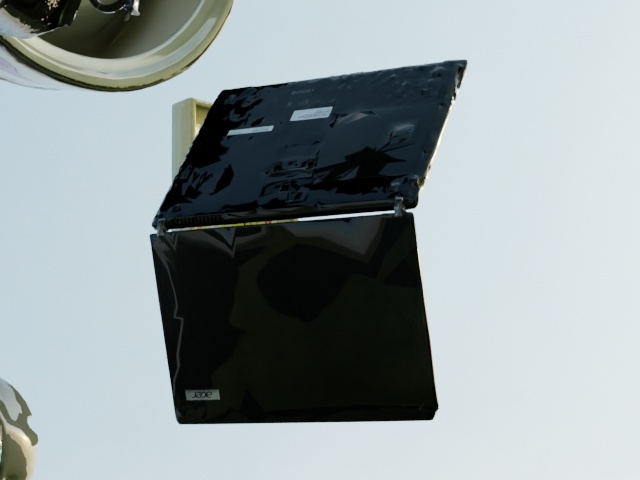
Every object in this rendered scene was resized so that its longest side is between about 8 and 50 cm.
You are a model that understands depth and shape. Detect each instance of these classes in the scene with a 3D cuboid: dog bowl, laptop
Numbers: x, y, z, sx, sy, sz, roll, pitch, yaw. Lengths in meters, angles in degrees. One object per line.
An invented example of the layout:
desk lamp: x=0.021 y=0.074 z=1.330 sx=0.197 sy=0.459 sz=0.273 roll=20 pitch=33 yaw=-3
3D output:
dog bowl: x=-0.272 y=-0.335 z=1.616 sx=0.150 sy=0.408 sz=0.408 roll=-10 pitch=-21 yaw=44
laptop: x=0.000 y=0.000 z=1.277 sx=0.234 sy=0.264 sz=0.136 roll=-4 pitch=-47 yaw=28

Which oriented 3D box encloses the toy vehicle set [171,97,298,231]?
toy vehicle set: x=-0.097 y=-0.020 z=1.863 sx=0.166 sy=0.267 sz=0.035 roll=14 pitch=-21 yaw=-42

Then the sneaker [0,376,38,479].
sneaker: x=-0.255 y=0.222 z=0.833 sx=0.125 sy=0.341 sz=0.139 roll=6 pitch=-12 yaw=20

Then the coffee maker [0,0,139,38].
coffee maker: x=-0.237 y=-0.219 z=1.147 sx=0.171 sy=0.120 sz=0.178 roll=-7 pitch=-7 yaw=9
